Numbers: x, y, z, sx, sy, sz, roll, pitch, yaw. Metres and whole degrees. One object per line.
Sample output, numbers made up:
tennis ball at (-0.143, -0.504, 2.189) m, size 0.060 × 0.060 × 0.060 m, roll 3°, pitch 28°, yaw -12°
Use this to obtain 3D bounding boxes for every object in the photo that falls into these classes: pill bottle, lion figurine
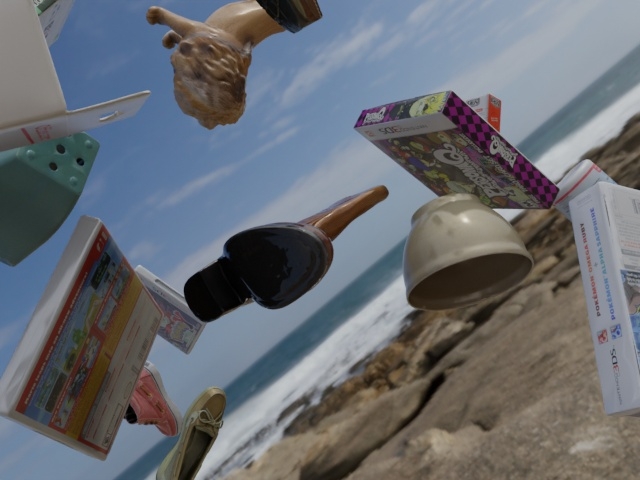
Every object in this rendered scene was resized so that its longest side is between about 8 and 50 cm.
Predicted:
pill bottle at (0.437, -0.042, 1.034) m, size 0.087 × 0.160 × 0.087 m, roll -46°, pitch -5°, yaw -5°
lion figurine at (-0.145, -0.385, 1.223) m, size 0.392 × 0.240 × 0.142 m, roll -50°, pitch -22°, yaw -16°

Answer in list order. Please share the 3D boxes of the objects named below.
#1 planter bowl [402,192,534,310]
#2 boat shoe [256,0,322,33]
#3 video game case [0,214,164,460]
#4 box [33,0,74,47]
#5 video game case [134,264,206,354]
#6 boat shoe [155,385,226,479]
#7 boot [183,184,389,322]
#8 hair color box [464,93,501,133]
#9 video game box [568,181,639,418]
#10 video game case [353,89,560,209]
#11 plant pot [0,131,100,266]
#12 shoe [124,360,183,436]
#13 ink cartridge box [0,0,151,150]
planter bowl at (0.175, 0.008, 0.863) m, size 0.162 × 0.109 × 0.162 m, roll -10°, pitch -27°, yaw -5°
boat shoe at (-0.081, -0.462, 0.962) m, size 0.120 × 0.324 × 0.122 m, roll -37°, pitch 20°, yaw -14°
video game case at (-0.253, 0.124, 0.758) m, size 0.285 × 0.025 × 0.204 m, roll 89°, pitch -163°, yaw -64°
box at (-0.658, -0.458, 1.497) m, size 0.232 × 0.058 × 0.322 m, roll -38°, pitch 23°, yaw 44°
video game case at (-0.336, 0.155, 1.454) m, size 0.023 × 0.183 × 0.201 m, roll -56°, pitch 1°, yaw -37°
boat shoe at (-0.169, 0.276, 0.927) m, size 0.048 × 0.056 × 0.153 m, roll 5°, pitch 57°, yaw 50°
boot at (0.000, 0.000, 0.842) m, size 0.280 × 0.096 × 0.264 m, roll -29°, pitch -5°, yaw -40°
hair color box at (0.285, -0.188, 1.226) m, size 0.043 × 0.141 × 0.072 m, roll 14°, pitch -13°, yaw -41°
video game box at (0.315, 0.058, 0.566) m, size 0.205 × 0.187 × 0.048 m, roll 11°, pitch -29°, yaw -20°
video game case at (0.191, -0.120, 0.972) m, size 0.210 × 0.232 × 0.042 m, roll 7°, pitch 66°, yaw 61°
plant pot at (-0.457, -0.095, 1.034) m, size 0.234 × 0.165 × 0.165 m, roll -21°, pitch 47°, yaw 36°
shoe at (-0.299, 0.295, 1.164) m, size 0.063 × 0.178 × 0.081 m, roll 6°, pitch 38°, yaw 28°
ink cartridge box at (-0.353, -0.137, 0.624) m, size 0.353 × 0.119 × 0.207 m, roll -18°, pitch 9°, yaw -19°
